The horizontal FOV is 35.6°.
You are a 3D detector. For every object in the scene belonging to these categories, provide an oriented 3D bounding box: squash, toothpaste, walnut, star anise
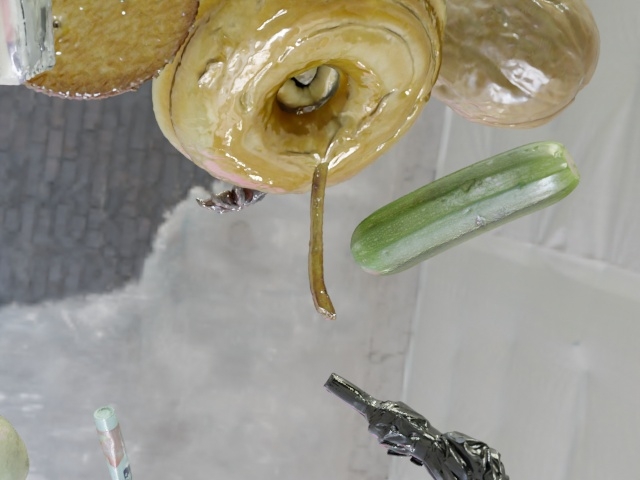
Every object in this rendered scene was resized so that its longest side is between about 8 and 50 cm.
[{"bbox_3d":[0.121,-0.027,0.890,0.229,0.066,0.066,-24,-129,31],"label":"squash"},{"bbox_3d":[-0.328,0.357,1.612,0.056,0.036,0.205,-64,152,-56],"label":"toothpaste"},{"bbox_3d":[0.298,-0.330,1.643,0.277,0.313,0.252,-54,174,21],"label":"walnut"},{"bbox_3d":[-0.148,-0.074,1.736,0.141,0.141,0.042,139,-64,-71],"label":"star anise"}]

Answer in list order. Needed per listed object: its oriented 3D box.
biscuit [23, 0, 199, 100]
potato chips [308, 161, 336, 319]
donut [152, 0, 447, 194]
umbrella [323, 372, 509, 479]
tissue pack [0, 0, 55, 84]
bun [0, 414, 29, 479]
[{"bbox_3d":[-0.293,-0.322,1.218,0.038,0.305,0.305,-147,-116,-72],"label":"biscuit"},{"bbox_3d":[0.000,0.000,1.276,0.026,0.037,0.203,153,-64,-66],"label":"potato chips"},{"bbox_3d":[-0.025,-0.248,1.426,0.448,0.449,0.198,109,-31,-44],"label":"donut"},{"bbox_3d":[0.151,0.317,1.627,0.118,0.340,0.118,-46,155,-29],"label":"umbrella"},{"bbox_3d":[-0.450,-0.284,1.010,0.125,0.344,0.242,-79,170,-72],"label":"tissue pack"},{"bbox_3d":[-0.496,0.317,1.295,0.141,0.239,0.239,59,-35,37],"label":"bun"}]
